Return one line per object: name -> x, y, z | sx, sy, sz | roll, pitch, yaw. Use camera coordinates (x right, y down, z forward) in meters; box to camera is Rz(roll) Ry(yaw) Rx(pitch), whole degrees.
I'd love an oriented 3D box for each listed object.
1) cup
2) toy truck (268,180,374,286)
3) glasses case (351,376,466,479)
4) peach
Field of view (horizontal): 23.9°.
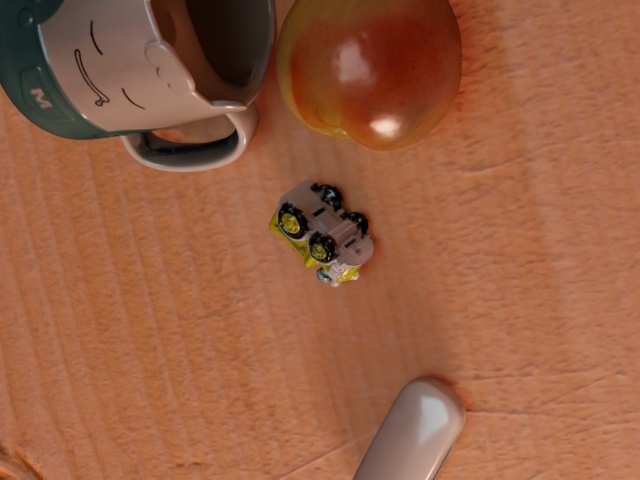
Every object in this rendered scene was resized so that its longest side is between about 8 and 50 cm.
cup -> -0.180, -0.193, 1.547 | 0.257, 0.219, 0.290 | -9, 128, 32
toy truck -> 0.000, 0.000, 1.554 | 0.111, 0.076, 0.077 | 46, 137, 12
glasses case -> 0.086, 0.227, 1.562 | 0.074, 0.049, 0.193 | 34, 117, 20
peach -> 0.047, -0.176, 1.428 | 0.184, 0.184, 0.184 | 7, 104, 29
